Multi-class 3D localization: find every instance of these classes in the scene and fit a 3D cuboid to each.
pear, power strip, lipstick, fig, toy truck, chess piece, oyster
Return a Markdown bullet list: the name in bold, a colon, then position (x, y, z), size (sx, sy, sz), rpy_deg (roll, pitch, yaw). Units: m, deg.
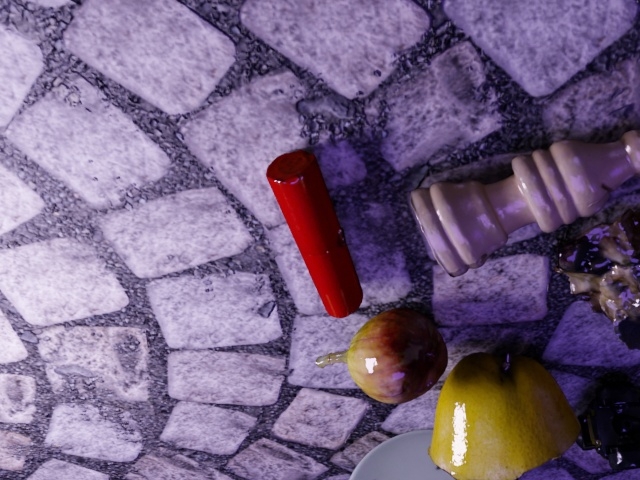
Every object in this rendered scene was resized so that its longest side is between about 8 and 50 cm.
- **pear**: position (0.294, 0.273, 1.243), size (0.267, 0.267, 0.178), rpy_deg (-16, 101, 14)
- **power strip**: position (0.222, 0.540, 1.383), size (0.358, 0.357, 0.161), rpy_deg (-4, 135, 3)
- **lipstick**: position (0.000, -0.001, 1.031), size (0.073, 0.073, 0.279), rpy_deg (-12, 133, 11)
- **fig**: position (0.092, 0.206, 1.180), size (0.231, 0.143, 0.160), rpy_deg (-36, 156, 27)
- **toy truck**: position (0.594, 0.344, 1.345), size (0.224, 0.147, 0.165), rpy_deg (-5, 158, 0)
- **chess piece**: position (0.286, -0.066, 0.954), size (0.307, 0.124, 0.138), rpy_deg (-24, 97, 16)
- **oyster**: position (0.498, 0.090, 1.119), size (0.221, 0.096, 0.361), rpy_deg (-16, 130, 23)
